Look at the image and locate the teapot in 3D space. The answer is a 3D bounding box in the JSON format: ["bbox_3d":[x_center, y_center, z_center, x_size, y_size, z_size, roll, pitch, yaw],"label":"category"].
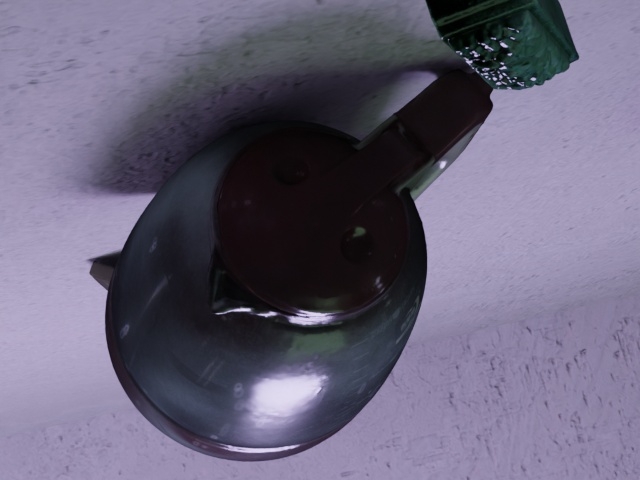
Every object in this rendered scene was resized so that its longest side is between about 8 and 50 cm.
[{"bbox_3d":[0.000,0.000,1.258,0.315,0.233,0.312,-41,175,-22],"label":"teapot"}]

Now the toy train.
[{"bbox_3d":[0.092,-0.132,0.884,0.070,0.099,0.172,-19,169,15],"label":"toy train"}]

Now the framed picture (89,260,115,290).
[{"bbox_3d":[-0.097,0.089,1.745,0.247,0.022,0.335,16,171,4],"label":"framed picture"}]
